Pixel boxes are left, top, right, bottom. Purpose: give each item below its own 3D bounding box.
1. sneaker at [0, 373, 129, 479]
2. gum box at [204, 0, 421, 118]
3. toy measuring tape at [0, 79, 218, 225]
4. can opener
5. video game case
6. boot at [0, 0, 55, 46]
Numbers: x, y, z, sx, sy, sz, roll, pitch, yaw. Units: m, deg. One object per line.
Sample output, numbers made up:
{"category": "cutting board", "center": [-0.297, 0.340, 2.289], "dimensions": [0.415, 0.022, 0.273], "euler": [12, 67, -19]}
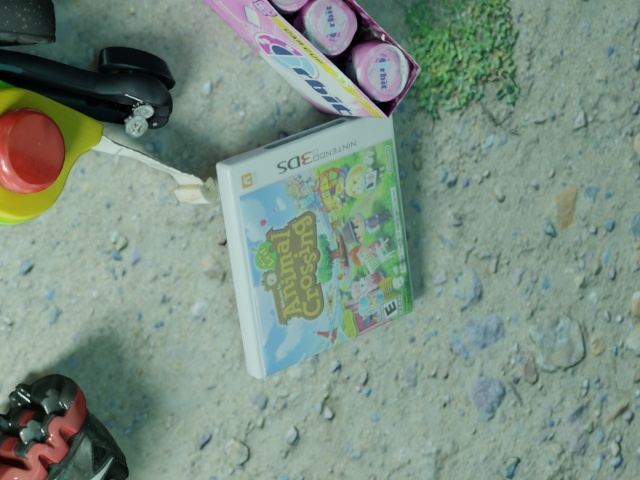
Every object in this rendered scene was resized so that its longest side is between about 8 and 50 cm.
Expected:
{"category": "sneaker", "center": [-0.260, 0.253, 1.562], "dimensions": [0.135, 0.097, 0.276], "euler": [45, 70, -27]}
{"category": "gum box", "center": [-0.013, -0.191, 1.671], "dimensions": [0.188, 0.107, 0.062], "euler": [42, 73, -31]}
{"category": "toy measuring tape", "center": [-0.222, -0.049, 1.550], "dimensions": [0.330, 0.121, 0.121], "euler": [24, 82, -43]}
{"category": "can opener", "center": [-0.207, -0.128, 1.585], "dimensions": [0.186, 0.073, 0.059], "euler": [3, 133, -33]}
{"category": "video game case", "center": [0.000, 0.000, 1.735], "dimensions": [0.193, 0.023, 0.212], "euler": [-22, 116, -32]}
{"category": "boot", "center": [-0.345, -0.276, 1.444], "dimensions": [0.338, 0.118, 0.222], "euler": [3, 91, -46]}
